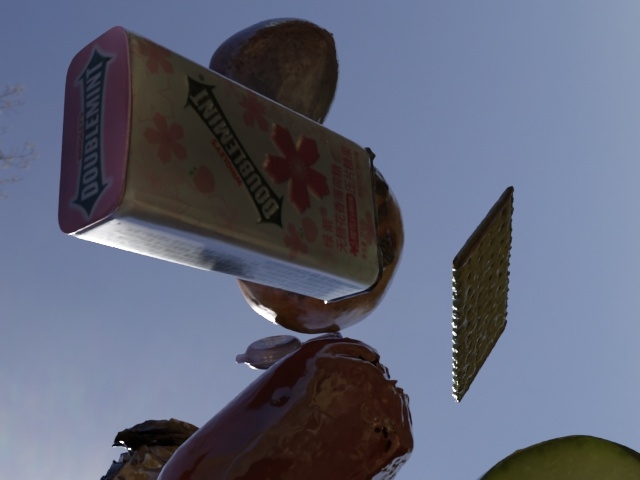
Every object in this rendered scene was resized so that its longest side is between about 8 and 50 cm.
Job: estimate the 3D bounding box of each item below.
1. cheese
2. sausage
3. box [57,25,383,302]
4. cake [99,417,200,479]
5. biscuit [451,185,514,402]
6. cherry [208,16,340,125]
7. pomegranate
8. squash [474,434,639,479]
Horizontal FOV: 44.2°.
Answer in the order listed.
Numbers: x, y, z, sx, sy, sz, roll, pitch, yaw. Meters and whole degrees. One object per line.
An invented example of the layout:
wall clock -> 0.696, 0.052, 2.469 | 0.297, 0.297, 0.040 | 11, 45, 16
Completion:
cheese -> -0.053, 0.188, 1.364 | 0.105, 0.191, 0.042 | -124, 25, -78
sausage -> -0.042, 0.205, 0.697 | 0.152, 0.280, 0.152 | 50, 180, 0
box -> -0.079, -0.058, 0.814 | 0.370, 0.112, 0.190 | 16, -116, -46
cake -> -0.290, 0.500, 1.427 | 0.332, 0.332, 0.321 | 16, -143, -52
biscuit -> 0.179, 0.065, 0.876 | 0.139, 0.016, 0.231 | -48, -35, -33
cherry -> -0.080, -0.255, 1.308 | 0.213, 0.266, 0.183 | 55, 177, -33
pomegranate -> 0.000, 0.000, 1.358 | 0.322, 0.322, 0.322 | 21, -117, -50
squash -> 0.195, 0.281, 0.641 | 0.133, 0.220, 0.220 | 107, 175, -60
